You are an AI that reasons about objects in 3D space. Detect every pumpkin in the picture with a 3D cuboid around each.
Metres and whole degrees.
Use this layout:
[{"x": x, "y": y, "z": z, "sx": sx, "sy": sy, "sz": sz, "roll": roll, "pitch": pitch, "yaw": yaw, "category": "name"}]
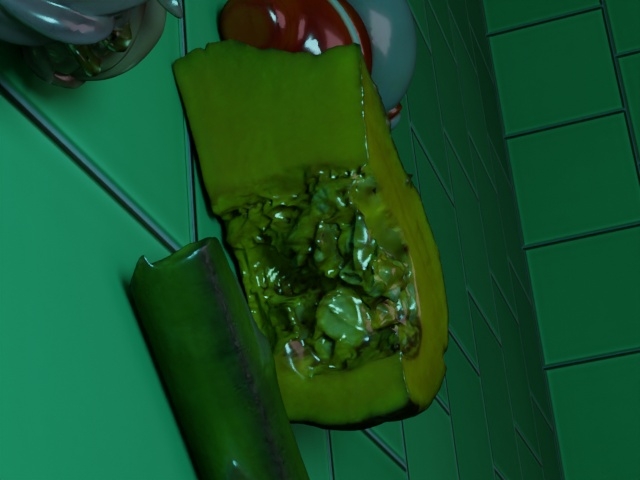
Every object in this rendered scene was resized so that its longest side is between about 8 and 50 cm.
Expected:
[{"x": 0.001, "y": -0.005, "z": 0.868, "sx": 0.126, "sy": 0.131, "sz": 0.248, "roll": -4, "pitch": 86, "yaw": -67, "category": "pumpkin"}]

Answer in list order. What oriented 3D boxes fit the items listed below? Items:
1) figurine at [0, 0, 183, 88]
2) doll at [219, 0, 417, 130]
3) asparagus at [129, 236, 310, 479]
[{"x": -0.103, "y": -0.121, "z": 0.583, "sx": 0.157, "sy": 0.114, "sz": 0.126, "roll": 60, "pitch": 38, "yaw": -55, "category": "figurine"}, {"x": 0.008, "y": -0.159, "z": 1.100, "sx": 0.336, "sy": 0.105, "sz": 0.200, "roll": -43, "pitch": 118, "yaw": -65, "category": "doll"}, {"x": -0.039, "y": 0.121, "z": 0.740, "sx": 0.067, "sy": 0.060, "sz": 0.278, "roll": -42, "pitch": 120, "yaw": -52, "category": "asparagus"}]
